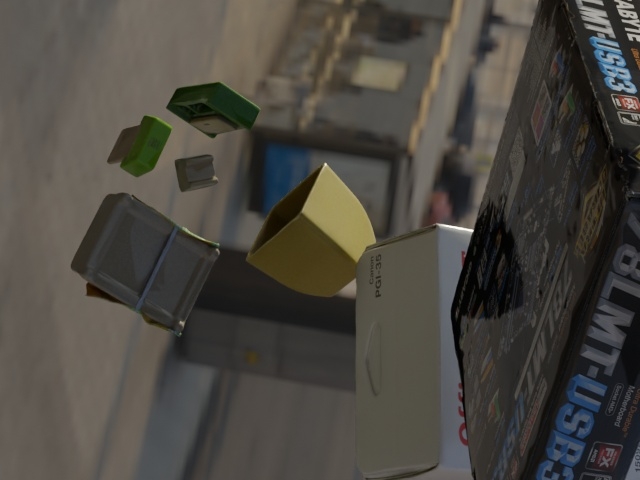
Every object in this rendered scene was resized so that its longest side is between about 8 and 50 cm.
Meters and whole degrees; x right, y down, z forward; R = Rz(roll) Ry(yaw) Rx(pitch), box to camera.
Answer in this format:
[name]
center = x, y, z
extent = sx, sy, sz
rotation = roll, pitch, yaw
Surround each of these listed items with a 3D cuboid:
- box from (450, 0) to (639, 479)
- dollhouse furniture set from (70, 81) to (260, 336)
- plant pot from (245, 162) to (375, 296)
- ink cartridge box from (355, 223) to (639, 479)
[box]
center = 0.158, 0.020, 1.163
extent = 0.293, 0.073, 0.295
rotation = -95, -164, -58
[dollhouse furniture set]
center = -0.095, -0.023, 1.083
extent = 0.058, 0.076, 0.151
rotation = -4, -122, 61
[plant pot]
center = 0.000, 0.000, 1.587
extent = 0.081, 0.083, 0.081
rotation = -40, -164, 38
[ink cartridge box]
center = 0.179, 0.111, 1.547
extent = 0.117, 0.283, 0.207
rotation = -20, -114, 55
